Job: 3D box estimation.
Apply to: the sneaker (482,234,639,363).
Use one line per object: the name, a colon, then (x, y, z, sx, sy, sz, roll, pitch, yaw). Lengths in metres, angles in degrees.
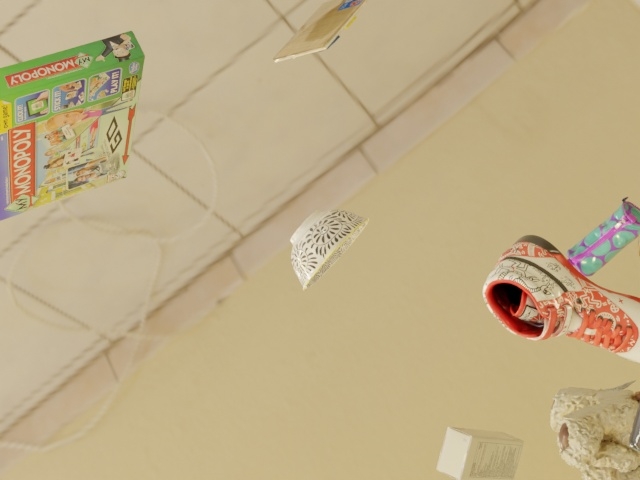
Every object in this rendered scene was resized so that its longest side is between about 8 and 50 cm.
sneaker: (0.339, 0.108, 1.553, 0.145, 0.270, 0.090, -38, 159, -49)

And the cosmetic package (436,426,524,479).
cosmetic package: (0.202, 0.271, 1.490, 0.115, 0.041, 0.060, 16, 90, -45)

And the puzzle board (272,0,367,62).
puzzle board: (0.006, -0.238, 1.316, 0.011, 0.128, 0.096, 47, 72, -21)

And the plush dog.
plush dog: (0.536, 0.391, 2.142, 0.210, 0.225, 0.262, -9, -173, 6)

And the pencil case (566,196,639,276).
pencil case: (0.493, -0.003, 2.033, 0.070, 0.064, 0.152, -7, 148, -48)

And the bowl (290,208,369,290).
bowl: (0.000, 0.000, 2.052, 0.170, 0.080, 0.170, -48, 174, -6)

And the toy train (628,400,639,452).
toy train: (0.544, 0.173, 1.647, 0.190, 0.142, 0.334, 8, 100, -47)

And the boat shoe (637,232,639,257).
boat shoe: (0.511, -0.011, 1.702, 0.102, 0.092, 0.285, -11, 156, 22)

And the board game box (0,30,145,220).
board game box: (-0.358, -0.148, 1.613, 0.213, 0.046, 0.317, -22, 160, -23)
